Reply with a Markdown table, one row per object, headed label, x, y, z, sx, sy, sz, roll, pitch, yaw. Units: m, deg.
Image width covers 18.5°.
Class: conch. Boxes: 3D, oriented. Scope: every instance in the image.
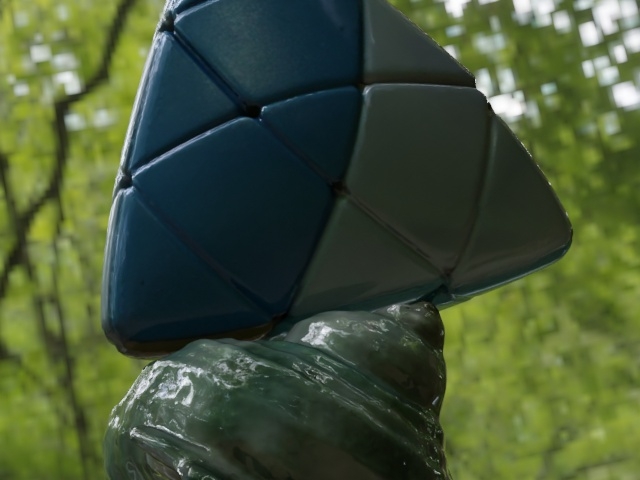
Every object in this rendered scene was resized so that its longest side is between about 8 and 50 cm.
| label | x | y | z | sx | sy | sz | roll | pitch | yaw |
| --- | --- | --- | --- | --- | --- | --- | --- | --- | --- |
| conch | -0.027 | 0.137 | 0.854 | 0.277 | 0.195 | 0.220 | -51 | -24 | -22 |

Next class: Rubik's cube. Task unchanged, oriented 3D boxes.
| label | x | y | z | sx | sy | sz | roll | pitch | yaw |
| --- | --- | --- | --- | --- | --- | --- | --- | --- | --- |
| Rubik's cube | 0.000 | 0.000 | 0.988 | 0.254 | 0.254 | 0.254 | -10 | -18 | -3 |
